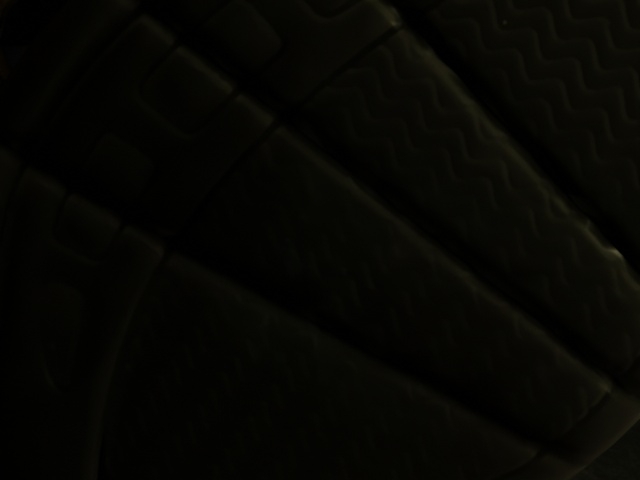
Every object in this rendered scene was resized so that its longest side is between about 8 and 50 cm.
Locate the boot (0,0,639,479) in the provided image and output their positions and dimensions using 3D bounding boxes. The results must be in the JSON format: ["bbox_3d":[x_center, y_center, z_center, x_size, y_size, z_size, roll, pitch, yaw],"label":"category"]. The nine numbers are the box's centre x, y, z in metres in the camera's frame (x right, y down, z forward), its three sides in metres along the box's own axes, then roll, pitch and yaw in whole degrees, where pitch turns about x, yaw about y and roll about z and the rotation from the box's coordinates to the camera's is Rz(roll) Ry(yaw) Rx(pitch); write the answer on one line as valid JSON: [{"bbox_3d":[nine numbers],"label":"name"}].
[{"bbox_3d":[0.000,0.000,0.519,0.377,0.138,0.284,-52,180,25],"label":"boot"}]

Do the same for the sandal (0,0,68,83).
[{"bbox_3d":[-0.094,-0.108,0.775,0.219,0.060,0.090,-60,-177,-24],"label":"sandal"}]
